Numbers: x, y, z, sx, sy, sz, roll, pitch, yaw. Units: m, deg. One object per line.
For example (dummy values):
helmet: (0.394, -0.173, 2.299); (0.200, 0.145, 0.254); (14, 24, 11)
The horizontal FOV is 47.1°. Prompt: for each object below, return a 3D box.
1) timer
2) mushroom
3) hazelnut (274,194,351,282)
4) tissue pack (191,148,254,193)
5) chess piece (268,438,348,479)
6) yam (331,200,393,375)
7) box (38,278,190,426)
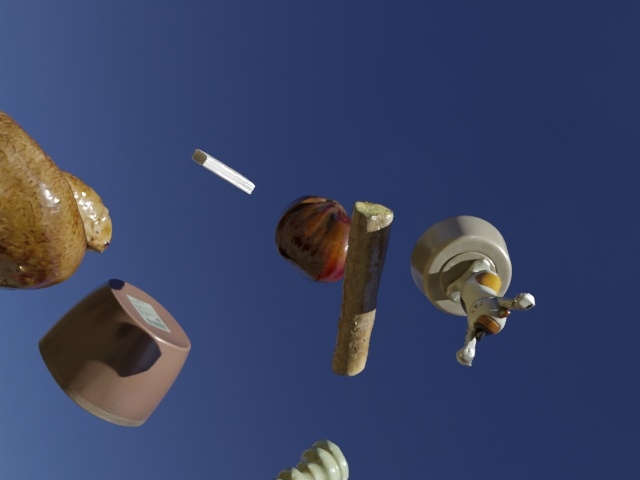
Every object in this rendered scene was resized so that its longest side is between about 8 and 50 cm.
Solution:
timer: (0.255, 0.084, 1.202); (0.266, 0.175, 0.175); (-98, -168, -68)
mushroom: (-0.489, -0.063, 1.084); (0.344, 0.239, 0.345); (7, -47, 7)
hazelnut: (0.000, 0.000, 1.550); (0.204, 0.177, 0.178); (-129, -138, -56)
tissue pack: (-0.167, -0.119, 1.263); (0.023, 0.108, 0.056); (-58, -142, 2)
chess piece: (-0.054, 0.620, 1.871); (0.133, 0.243, 0.133); (23, -57, 40)
yam: (0.074, 0.098, 1.376); (0.081, 0.081, 0.357); (32, -55, 40)
box: (-0.449, 0.243, 1.654); (0.216, 0.301, 0.301); (-47, -122, 4)
